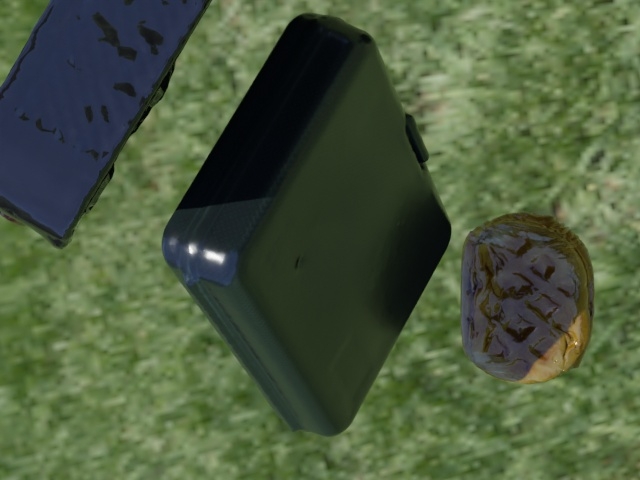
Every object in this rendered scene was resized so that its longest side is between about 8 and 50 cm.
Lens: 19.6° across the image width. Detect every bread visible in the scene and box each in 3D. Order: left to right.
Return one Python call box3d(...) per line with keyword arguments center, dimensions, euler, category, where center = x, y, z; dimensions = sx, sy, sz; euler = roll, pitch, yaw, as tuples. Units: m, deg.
box3d(center=(0.129, 0.036, 1.148), dimensions=(0.083, 0.044, 0.111), euler=(0, 103, 10), category="bread")

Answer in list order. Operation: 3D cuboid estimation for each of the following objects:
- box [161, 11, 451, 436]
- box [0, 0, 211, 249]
box3d(center=(0.000, 0.000, 0.990), dimensions=(0.050, 0.160, 0.230), euler=(21, 160, 25), category="box")
box3d(center=(-0.079, -0.104, 0.833), dimensions=(0.211, 0.058, 0.350), euler=(-60, 7, 0), category="box")
